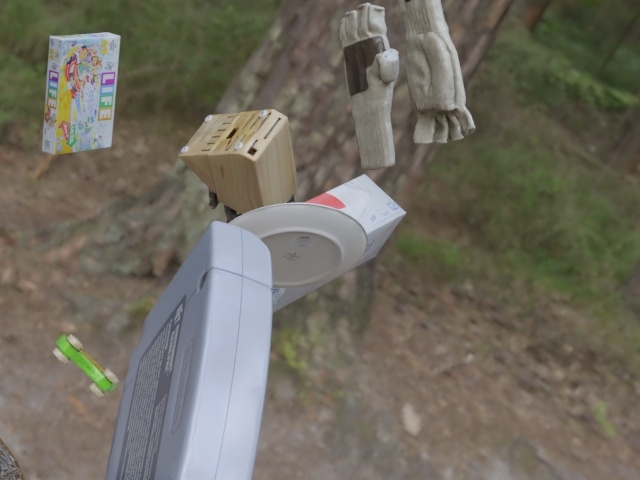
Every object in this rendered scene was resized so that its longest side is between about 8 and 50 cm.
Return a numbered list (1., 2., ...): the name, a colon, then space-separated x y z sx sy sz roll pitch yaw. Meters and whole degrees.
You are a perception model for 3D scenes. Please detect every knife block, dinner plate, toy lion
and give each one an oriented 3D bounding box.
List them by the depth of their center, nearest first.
1. dinner plate: -0.027 0.011 1.305 0.141 0.141 0.017 20 48 -34
2. toy lion: -0.290 0.153 1.781 0.100 0.034 0.096 47 -5 -17
3. knife block: -0.083 -0.083 2.168 0.242 0.088 0.276 45 -22 -26

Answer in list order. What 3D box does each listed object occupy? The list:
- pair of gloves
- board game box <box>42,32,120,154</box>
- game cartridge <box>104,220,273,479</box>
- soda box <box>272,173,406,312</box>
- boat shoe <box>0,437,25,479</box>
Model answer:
1. pair of gloves: 0.097 -0.198 1.713 0.042 0.204 0.240 -9 -5 -28
2. board game box: -0.317 -0.195 1.898 0.026 0.154 0.103 19 21 34
3. game cartridge: -0.099 0.141 0.999 0.062 0.198 0.297 24 47 -20
4. soda box: 0.000 0.000 2.028 0.091 0.098 0.286 44 35 14
5. boat shoe: -0.500 0.326 2.018 0.121 0.110 0.341 -3 62 -38
